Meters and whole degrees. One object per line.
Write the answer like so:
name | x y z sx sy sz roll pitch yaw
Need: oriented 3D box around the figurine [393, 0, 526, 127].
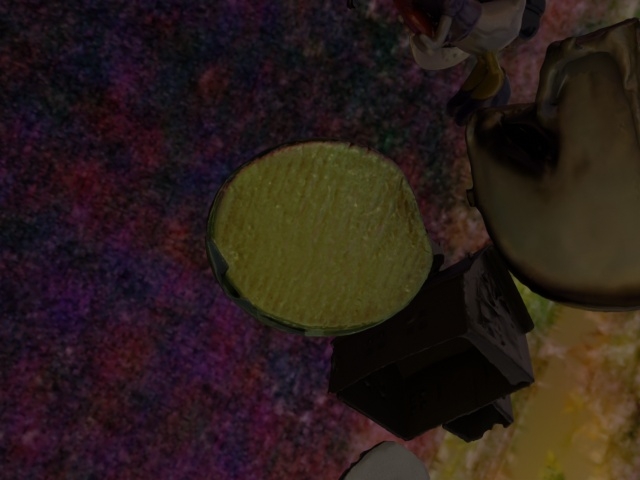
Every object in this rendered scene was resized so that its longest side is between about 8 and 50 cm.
figurine | 0.212 -0.378 1.321 0.421 0.193 0.154 56 10 -27

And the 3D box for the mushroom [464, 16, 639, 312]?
mushroom | 0.298 -0.075 0.954 0.212 0.217 0.292 -24 94 -47

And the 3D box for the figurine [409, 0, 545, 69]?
figurine | 0.284 -0.446 1.605 0.332 0.185 0.205 -3 -111 62

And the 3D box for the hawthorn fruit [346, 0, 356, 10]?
hawthorn fruit | 0.083 -0.316 0.861 0.194 0.157 0.157 -51 164 10

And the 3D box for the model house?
model house | 0.149 0.101 1.064 0.204 0.211 0.243 40 33 -31

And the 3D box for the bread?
bread | 0.000 0.000 0.843 0.033 0.228 0.229 -85 -175 -60

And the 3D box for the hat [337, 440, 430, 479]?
hat | 0.059 0.394 0.999 0.301 0.168 0.258 -37 150 -43
